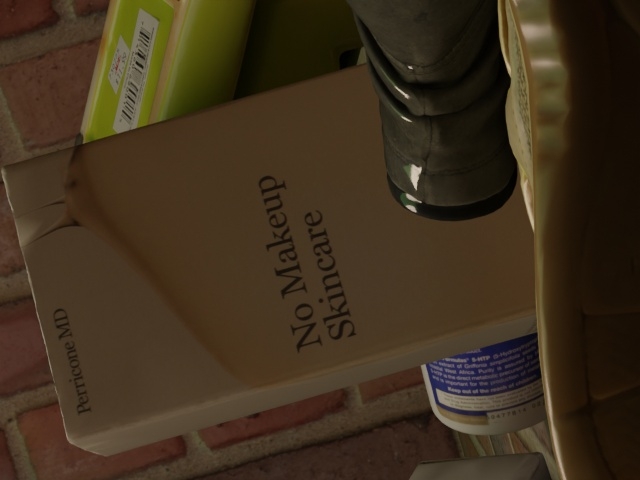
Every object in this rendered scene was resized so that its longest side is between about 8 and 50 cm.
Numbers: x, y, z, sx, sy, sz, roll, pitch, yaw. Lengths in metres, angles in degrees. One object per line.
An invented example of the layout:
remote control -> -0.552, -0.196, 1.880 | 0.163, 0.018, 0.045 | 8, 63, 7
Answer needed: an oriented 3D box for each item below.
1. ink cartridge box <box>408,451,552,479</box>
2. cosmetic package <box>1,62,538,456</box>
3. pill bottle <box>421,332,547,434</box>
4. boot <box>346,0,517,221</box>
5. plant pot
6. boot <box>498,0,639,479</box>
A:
ink cartridge box -> 0.147, 0.368, 1.337 | 0.223, 0.129, 0.307 | -49, -56, -53
cosmetic package -> 0.000, 0.000, 0.867 | 0.113, 0.309, 0.160 | 82, 171, -79
pill bottle -> 0.114, 0.036, 1.134 | 0.112, 0.112, 0.187 | -106, 0, -63
boot -> 0.041, -0.142, 0.497 | 0.161, 0.083, 0.247 | 72, -154, -60
plant pot -> -0.033, -0.090, 1.042 | 0.227, 0.207, 0.228 | 44, 121, 60
boot -> 0.093, -0.071, 0.390 | 0.203, 0.095, 0.262 | -47, -47, -77
